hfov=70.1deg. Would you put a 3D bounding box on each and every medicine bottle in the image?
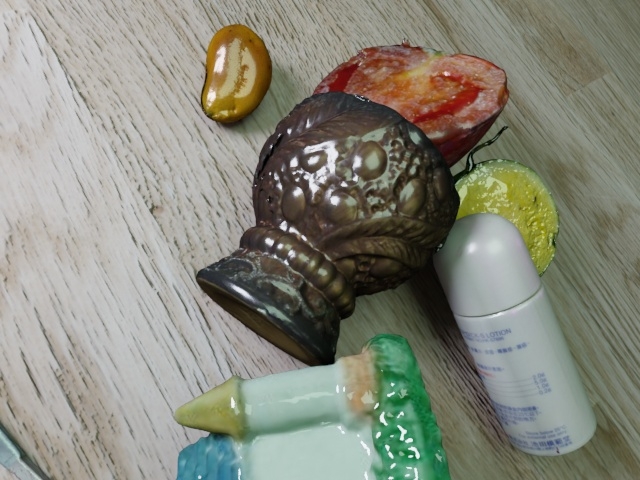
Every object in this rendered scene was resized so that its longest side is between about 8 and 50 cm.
[{"bbox_3d":[0.266,0.123,0.649,0.130,0.130,0.341,-30,99,-30],"label":"medicine bottle"}]

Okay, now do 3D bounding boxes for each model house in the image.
[{"bbox_3d":[-0.057,0.248,0.466,0.324,0.267,0.194,-8,49,-6],"label":"model house"}]

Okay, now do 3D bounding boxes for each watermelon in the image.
[{"bbox_3d":[0.270,-0.031,0.755,0.204,0.127,0.232,-38,99,-5],"label":"watermelon"}]

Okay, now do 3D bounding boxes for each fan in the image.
[{"bbox_3d":[-0.356,0.195,0.470,0.282,0.023,0.057,45,58,1],"label":"fan"}]

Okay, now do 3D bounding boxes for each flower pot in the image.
[{"bbox_3d":[0.000,0.000,0.576,0.266,0.266,0.267,38,71,-5],"label":"flower pot"}]

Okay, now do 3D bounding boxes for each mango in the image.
[{"bbox_3d":[-0.132,-0.253,0.713,0.105,0.084,0.160,15,86,-16],"label":"mango"}]

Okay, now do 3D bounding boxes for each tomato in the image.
[{"bbox_3d":[0.141,-0.181,0.751,0.308,0.170,0.309,-7,50,8],"label":"tomato"}]
